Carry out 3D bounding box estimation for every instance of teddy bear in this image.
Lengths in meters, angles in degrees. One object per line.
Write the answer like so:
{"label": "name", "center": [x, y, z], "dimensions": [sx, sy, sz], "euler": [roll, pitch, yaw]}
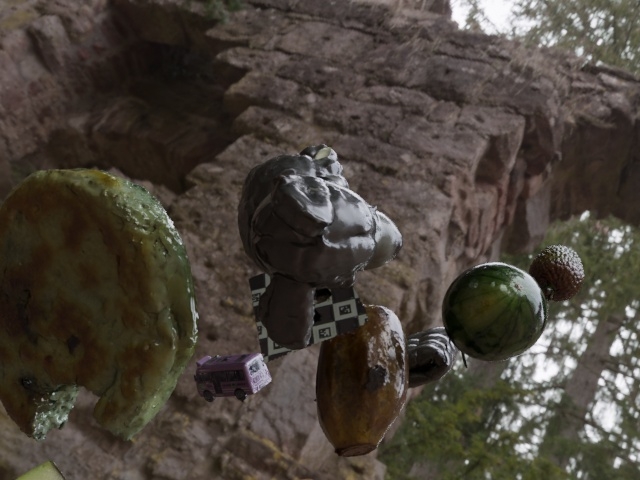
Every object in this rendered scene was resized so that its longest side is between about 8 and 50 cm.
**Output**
{"label": "teddy bear", "center": [-0.005, 0.008, 0.650], "dimensions": [0.144, 0.251, 0.171], "euler": [8, -73, -13]}

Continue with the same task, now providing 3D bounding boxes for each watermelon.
{"label": "watermelon", "center": [0.320, 0.138, 1.250], "dimensions": [0.188, 0.188, 0.215], "euler": [37, -35, 5]}

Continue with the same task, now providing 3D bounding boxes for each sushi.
{"label": "sushi", "center": [-0.026, 0.119, 1.187], "dimensions": [0.210, 0.192, 0.040], "euler": [-111, -179, -48]}

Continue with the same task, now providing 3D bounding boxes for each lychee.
{"label": "lychee", "center": [0.496, 0.072, 1.401], "dimensions": [0.114, 0.146, 0.114], "euler": [19, -41, 18]}

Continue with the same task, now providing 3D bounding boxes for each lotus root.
{"label": "lotus root", "center": [0.085, 0.266, 1.273], "dimensions": [0.193, 0.291, 0.193], "euler": [10, -34, 7]}

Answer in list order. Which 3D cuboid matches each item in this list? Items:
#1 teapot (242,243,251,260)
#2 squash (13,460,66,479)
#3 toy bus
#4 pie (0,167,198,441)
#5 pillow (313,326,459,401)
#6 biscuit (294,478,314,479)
{"label": "teapot", "center": [-0.097, -0.023, 1.483], "dimensions": [0.173, 0.269, 0.183], "euler": [-10, -53, 3]}
{"label": "squash", "center": [-0.657, 0.652, 1.478], "dimensions": [0.237, 0.204, 0.155], "euler": [63, 4, 1]}
{"label": "toy bus", "center": [-0.237, 0.357, 1.748], "dimensions": [0.199, 0.096, 0.108], "euler": [-11, -80, 33]}
{"label": "pie", "center": [-0.257, 0.065, 0.705], "dimensions": [0.302, 0.067, 0.303], "euler": [0, -89, 25]}
{"label": "pillow", "center": [0.168, 0.304, 1.566], "dimensions": [0.326, 0.228, 0.101], "euler": [-28, -92, 20]}
{"label": "biscuit", "center": [0.015, 0.557, 1.309], "dimensions": [0.284, 0.043, 0.306], "euler": [32, 4, -19]}
